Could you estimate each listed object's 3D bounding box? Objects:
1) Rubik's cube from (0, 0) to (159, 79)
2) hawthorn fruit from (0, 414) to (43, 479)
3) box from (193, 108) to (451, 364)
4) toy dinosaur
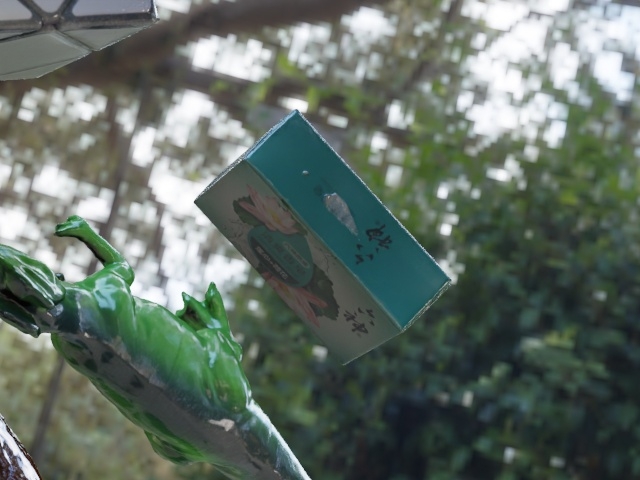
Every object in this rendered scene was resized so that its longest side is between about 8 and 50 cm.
[{"bbox_3d":[-0.280,-0.242,1.529,0.207,0.205,0.205,-6,-5,-39],"label":"Rubik's cube"},{"bbox_3d":[-0.288,0.180,1.130,0.301,0.267,0.268,9,-19,33],"label":"hawthorn fruit"},{"bbox_3d":[0.000,0.000,1.982,0.245,0.092,0.153,48,-30,-3],"label":"box"},{"bbox_3d":[-0.088,0.166,1.675,0.500,0.144,0.374,43,4,11],"label":"toy dinosaur"}]
